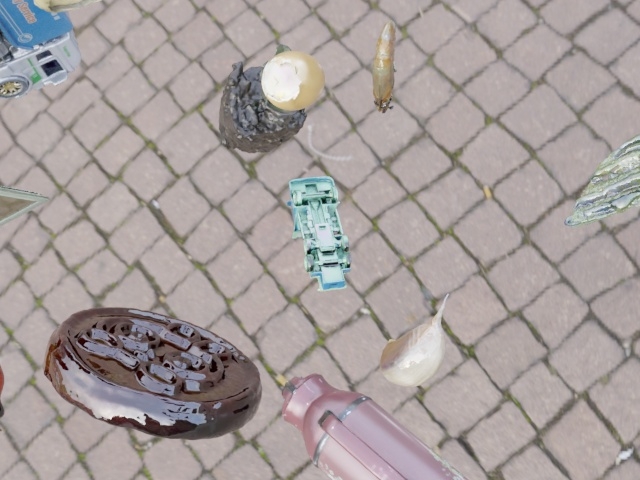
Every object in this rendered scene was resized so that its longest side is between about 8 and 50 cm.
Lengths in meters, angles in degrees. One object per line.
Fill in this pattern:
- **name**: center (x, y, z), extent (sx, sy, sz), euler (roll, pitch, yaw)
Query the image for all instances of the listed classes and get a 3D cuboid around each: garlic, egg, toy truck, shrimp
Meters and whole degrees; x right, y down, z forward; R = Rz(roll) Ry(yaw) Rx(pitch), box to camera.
- **garlic**: center (0.186, 0.202, 1.729), extent (0.090, 0.198, 0.128), euler (21, 45, -16)
- **egg**: center (-0.034, -0.215, 1.222), extent (0.080, 0.096, 0.080), euler (3, 97, 23)
- **toy truck**: center (0.000, 0.000, 1.221), extent (0.067, 0.081, 0.175), euler (-6, 53, -11)
- **shrimp**: center (0.119, -0.308, 1.637), extent (0.042, 0.190, 0.101), euler (12, 44, 11)
- **toy truck**: center (-0.473, -0.354, 1.326), extent (0.175, 0.367, 0.146), euler (-20, 73, -4)

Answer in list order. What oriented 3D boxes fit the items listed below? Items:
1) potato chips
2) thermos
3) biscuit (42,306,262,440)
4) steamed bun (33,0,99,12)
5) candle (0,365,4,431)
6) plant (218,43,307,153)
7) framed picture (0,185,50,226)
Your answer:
- **potato chips**: center (0.361, -0.078, 0.989), extent (0.207, 0.028, 0.092), euler (-20, 64, 26)
- **thermos**: center (0.071, 0.277, 1.089), extent (0.330, 0.136, 0.109), euler (37, 115, 25)
- **biscuit**: center (-0.302, 0.231, 1.682), extent (0.407, 0.407, 0.091), euler (24, 104, 24)
- **steamed bun**: center (-0.165, -0.314, 0.801), extent (0.231, 0.212, 0.110), euler (-30, 92, 47)
- **candle**: center (-0.633, 0.204, 1.722), extent (0.051, 0.048, 0.329), euler (-4, 94, -25)
- **plant**: center (-0.091, -0.222, 1.482), extent (0.131, 0.203, 0.142), euler (-1, 66, -27)
- **framed picture**: center (-0.633, -0.041, 1.505), extent (0.293, 0.231, 0.018), euler (-22, 71, 32)
